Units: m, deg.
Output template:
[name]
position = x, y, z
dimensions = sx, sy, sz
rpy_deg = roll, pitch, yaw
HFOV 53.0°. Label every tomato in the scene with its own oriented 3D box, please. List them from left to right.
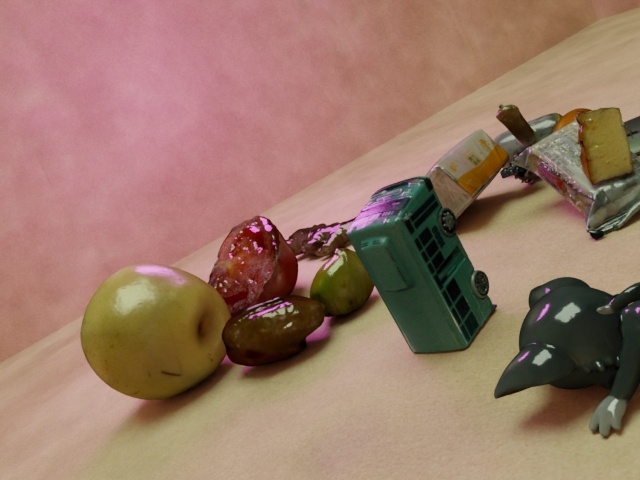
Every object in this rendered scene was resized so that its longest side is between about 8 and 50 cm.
[tomato]
position = -0.150, 0.088, 1.665
dimensions = 0.309, 0.170, 0.309
rpy_deg = -27, 47, 34

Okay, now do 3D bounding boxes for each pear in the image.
[pear]
position = -0.353, 0.197, 1.398
dimensions = 0.309, 0.309, 0.309
rpy_deg = -27, 13, 7

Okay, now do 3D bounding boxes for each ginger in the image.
[ginger]
position = -0.002, 0.000, 1.901
dimensions = 0.333, 0.080, 0.166
rpy_deg = -8, 38, 40

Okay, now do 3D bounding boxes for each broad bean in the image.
[broad bean]
position = -0.094, 0.182, 1.291
dimensions = 0.228, 0.122, 0.156
rpy_deg = -18, -10, 16

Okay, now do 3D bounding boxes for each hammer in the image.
[hammer]
position = 0.492, -0.268, 1.574
dimensions = 0.202, 0.113, 0.305
rpy_deg = -24, -22, 28

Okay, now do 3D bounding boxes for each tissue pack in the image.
[tissue pack]
position = 0.319, -0.135, 1.524
dimensions = 0.225, 0.124, 0.185
rpy_deg = -40, -11, -41

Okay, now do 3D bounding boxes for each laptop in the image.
[laptop]
position = 0.717, -0.239, 1.469
dimensions = 0.187, 0.015, 0.269
rpy_deg = -23, 14, 20

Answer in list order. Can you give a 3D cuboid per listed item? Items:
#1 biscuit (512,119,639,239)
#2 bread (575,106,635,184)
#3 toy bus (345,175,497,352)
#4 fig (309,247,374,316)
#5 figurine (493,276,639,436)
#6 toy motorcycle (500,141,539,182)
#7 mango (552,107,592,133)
[biscuit]
position = 0.503, -0.130, 1.204
dimensions = 0.186, 0.079, 0.309
rpy_deg = -31, 37, 3
[bread]
position = 0.493, -0.170, 1.106
dimensions = 0.084, 0.109, 0.080
rpy_deg = -13, 35, 12
[toy bus]
position = 0.156, 0.043, 1.013
dimensions = 0.128, 0.256, 0.147
rpy_deg = -15, 21, 45
[fig]
position = 0.045, 0.096, 1.346
dimensions = 0.153, 0.121, 0.136
rpy_deg = -51, 3, 3
[figurine]
position = 0.320, 0.109, 0.696
dimensions = 0.193, 0.140, 0.265
rpy_deg = -57, 3, -29
[toy motorcycle]
position = 0.513, -0.188, 1.514
dimensions = 0.118, 0.084, 0.212
rpy_deg = -20, -1, 44
[mango]
position = 0.557, -0.199, 1.401
dimensions = 0.112, 0.145, 0.219
rpy_deg = 15, 50, 19
